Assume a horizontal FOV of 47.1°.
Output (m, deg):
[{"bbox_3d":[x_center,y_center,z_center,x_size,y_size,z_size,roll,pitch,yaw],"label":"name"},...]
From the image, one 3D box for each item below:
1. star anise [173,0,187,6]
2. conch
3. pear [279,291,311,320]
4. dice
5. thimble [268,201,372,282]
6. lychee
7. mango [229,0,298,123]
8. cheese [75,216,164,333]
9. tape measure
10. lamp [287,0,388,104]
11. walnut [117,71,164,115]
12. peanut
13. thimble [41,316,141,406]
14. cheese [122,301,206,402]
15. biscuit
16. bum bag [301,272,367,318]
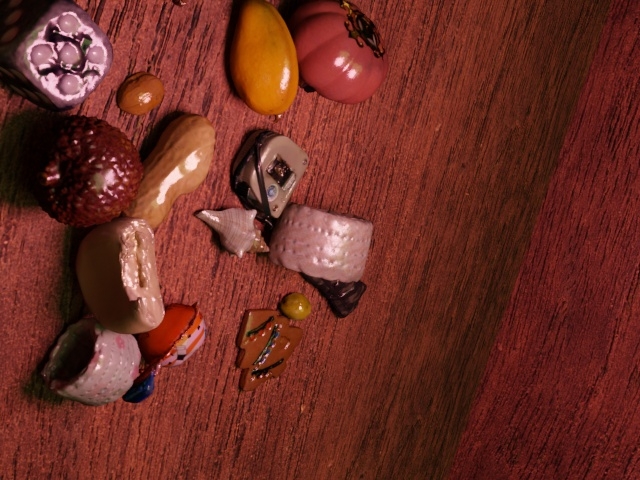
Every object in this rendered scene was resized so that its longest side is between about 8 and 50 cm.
[{"bbox_3d":[-0.312,-0.608,1.631,0.097,0.070,0.190,-43,149,-11],"label":"star anise"},{"bbox_3d":[-0.215,-0.019,1.990,0.137,0.114,0.234,-32,147,4],"label":"conch"},{"bbox_3d":[-0.079,0.205,2.292,0.097,0.092,0.092,-6,117,-12],"label":"pear"},{"bbox_3d":[-0.530,-0.368,1.421,0.183,0.182,0.181,-56,139,-15],"label":"dice"},{"bbox_3d":[0.000,0.000,2.142,0.291,0.292,0.195,9,98,-50],"label":"thimble"},{"bbox_3d":[-0.487,-0.147,1.551,0.271,0.236,0.235,-36,138,-67],"label":"lychee"},{"bbox_3d":[-0.142,-0.449,1.834,0.119,0.177,0.316,-44,132,-62],"label":"mango"},{"bbox_3d":[-0.446,0.082,1.671,0.127,0.233,0.266,-17,97,-48],"label":"cheese"},{"bbox_3d":[-0.147,-0.177,2.006,0.207,0.115,0.235,37,80,-53],"label":"tape measure"},{"bbox_3d":[0.032,-0.494,1.949,0.305,0.240,0.305,30,43,-33],"label":"lamp"},{"bbox_3d":[-0.404,-0.334,1.684,0.121,0.052,0.091,-44,133,-28],"label":"walnut"},{"bbox_3d":[-0.354,-0.160,1.761,0.318,0.148,0.147,-59,141,-13],"label":"peanut"},{"bbox_3d":[-0.546,0.297,1.748,0.211,0.185,0.149,-37,139,10],"label":"thimble"},{"bbox_3d":[-0.398,0.274,1.865,0.129,0.217,0.329,43,37,-15],"label":"cheese"},{"bbox_3d":[-0.174,0.324,2.280,0.278,0.043,0.301,-47,137,-22],"label":"biscuit"},{"bbox_3d":[0.056,0.138,2.410,0.144,0.095,0.340,-42,136,-5],"label":"bum bag"}]
